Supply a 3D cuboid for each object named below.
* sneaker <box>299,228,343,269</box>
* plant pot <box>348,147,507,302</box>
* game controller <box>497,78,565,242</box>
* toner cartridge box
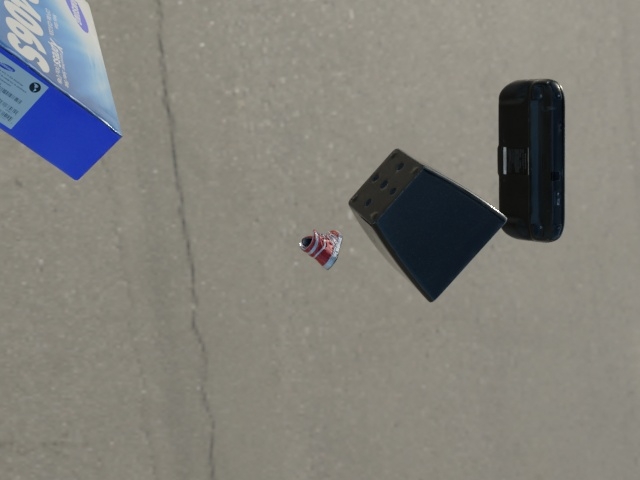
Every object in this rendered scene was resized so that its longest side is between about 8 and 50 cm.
[{"bbox_3d":[0.000,0.000,1.893,0.067,0.042,0.118,37,23,-13],"label":"sneaker"},{"bbox_3d":[0.159,-0.042,1.795,0.167,0.188,0.187,40,93,-27],"label":"plant pot"},{"bbox_3d":[0.413,-0.156,2.129,0.067,0.166,0.319,-4,97,-25],"label":"game controller"},{"bbox_3d":[-0.325,-0.221,1.206,0.165,0.075,0.348,40,15,-37],"label":"toner cartridge box"}]
